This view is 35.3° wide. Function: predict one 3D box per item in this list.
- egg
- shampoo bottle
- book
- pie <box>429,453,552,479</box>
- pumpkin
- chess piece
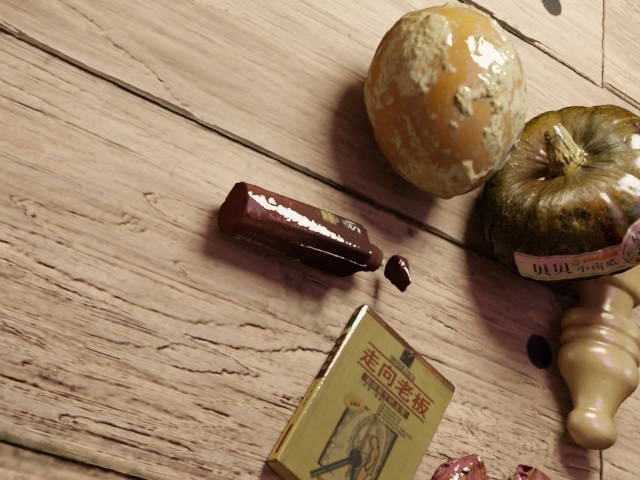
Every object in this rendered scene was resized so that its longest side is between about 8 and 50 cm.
[{"bbox_3d":[0.153,-0.172,1.243,0.203,0.203,0.245,6,80,-35],"label":"egg"},{"bbox_3d":[0.001,0.000,1.143,0.236,0.067,0.068,20,53,-30],"label":"shampoo bottle"},{"bbox_3d":[0.053,0.205,1.128,0.161,0.026,0.231,44,52,-15],"label":"book"},{"bbox_3d":[0.212,0.349,1.172,0.219,0.054,0.204,1,71,-36],"label":"pie"},{"bbox_3d":[0.326,-0.072,1.295,0.260,0.260,0.189,-65,144,-34],"label":"pumpkin"},{"bbox_3d":[0.375,0.127,1.356,0.139,0.124,0.307,52,47,-49],"label":"chess piece"}]
